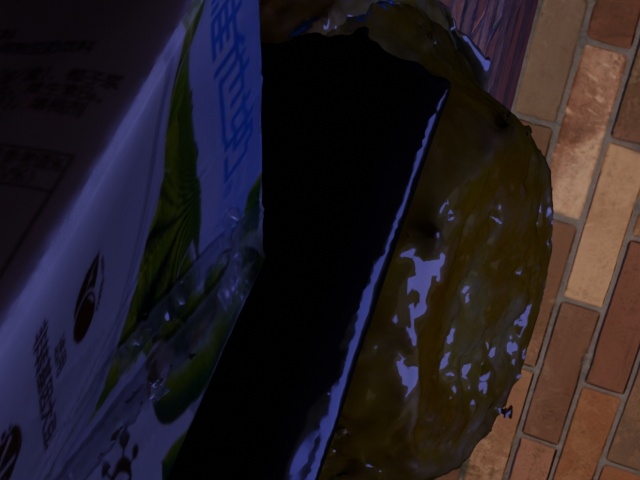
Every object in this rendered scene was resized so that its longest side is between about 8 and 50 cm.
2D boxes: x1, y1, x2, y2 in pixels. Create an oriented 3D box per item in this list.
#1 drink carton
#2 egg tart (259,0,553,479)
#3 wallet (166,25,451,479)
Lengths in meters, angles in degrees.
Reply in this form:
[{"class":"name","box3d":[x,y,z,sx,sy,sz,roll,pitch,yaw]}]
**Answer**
[{"class":"drink carton","box3d":[-0.126,0.048,0.413,0.194,0.132,0.325,93,16,-50]},{"class":"egg tart","box3d":[0.034,0.025,0.858,0.388,0.169,0.388,-34,133,-47]},{"class":"wallet","box3d":[-0.073,0.081,0.610,0.051,0.197,0.378,28,78,-45]}]
